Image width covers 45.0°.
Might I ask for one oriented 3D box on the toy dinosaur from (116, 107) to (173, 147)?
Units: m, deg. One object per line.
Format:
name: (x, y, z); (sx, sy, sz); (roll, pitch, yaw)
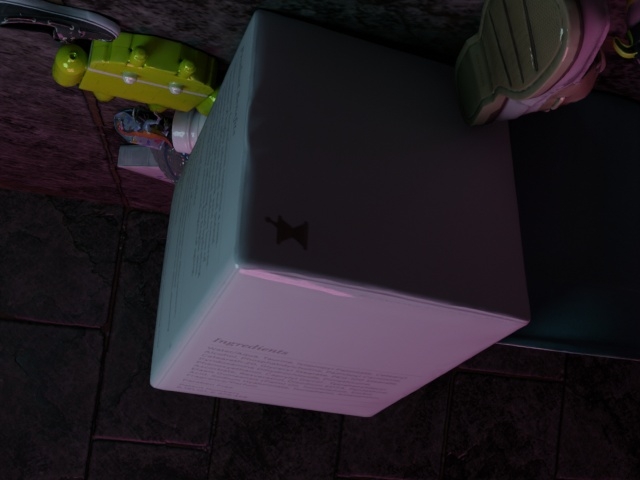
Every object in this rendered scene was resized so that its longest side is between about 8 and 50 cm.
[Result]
toy dinosaur: (-0.274, -0.171, 1.183); (0.082, 0.090, 0.047); (-24, 150, 20)

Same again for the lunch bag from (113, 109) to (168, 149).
lunch bag: (-0.332, -0.208, 1.420); (0.071, 0.053, 0.083); (12, -162, -45)

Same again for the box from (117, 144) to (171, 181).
box: (-0.283, -0.164, 1.837); (0.233, 0.058, 0.322); (4, 173, 30)

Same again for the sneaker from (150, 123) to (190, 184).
sneaker: (-0.193, -0.155, 1.475); (0.297, 0.111, 0.129); (23, -138, 15)

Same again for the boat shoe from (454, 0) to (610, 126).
boat shoe: (0.211, -0.183, 0.733); (0.104, 0.113, 0.302); (-11, -179, -3)

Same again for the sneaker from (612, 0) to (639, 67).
sneaker: (0.363, -0.169, 0.630); (0.235, 0.097, 0.084); (6, 175, 16)

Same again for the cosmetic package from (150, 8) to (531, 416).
cosmetic package: (0.000, 0.000, 0.969); (0.328, 0.329, 0.393); (13, 150, -19)

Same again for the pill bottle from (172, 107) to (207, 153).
pill bottle: (-0.133, -0.172, 1.240); (0.194, 0.108, 0.108); (6, 175, 8)

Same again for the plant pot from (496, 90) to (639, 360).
plant pot: (0.313, -0.016, 1.081); (0.342, 0.333, 0.341); (7, 174, 1)

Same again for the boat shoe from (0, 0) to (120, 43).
boat shoe: (-0.313, -0.257, 0.923); (0.142, 0.040, 0.049); (10, 174, -26)

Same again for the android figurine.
android figurine: (-0.243, -0.228, 1.084); (0.248, 0.056, 0.273); (10, 176, -24)
